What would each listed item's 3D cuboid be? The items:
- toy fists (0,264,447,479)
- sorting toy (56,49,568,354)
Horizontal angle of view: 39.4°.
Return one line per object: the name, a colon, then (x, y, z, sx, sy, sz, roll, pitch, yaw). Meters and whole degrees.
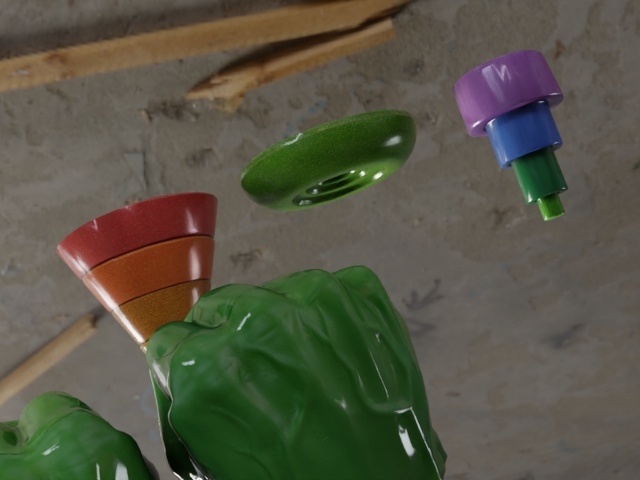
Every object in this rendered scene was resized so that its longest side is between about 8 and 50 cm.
toy fists: (-0.070, 0.112, 0.426, 0.279, 0.096, 0.142, -31, 115, -18)
sorting toy: (0.000, 0.000, 0.609, 0.366, 0.126, 0.127, -21, 171, 13)
